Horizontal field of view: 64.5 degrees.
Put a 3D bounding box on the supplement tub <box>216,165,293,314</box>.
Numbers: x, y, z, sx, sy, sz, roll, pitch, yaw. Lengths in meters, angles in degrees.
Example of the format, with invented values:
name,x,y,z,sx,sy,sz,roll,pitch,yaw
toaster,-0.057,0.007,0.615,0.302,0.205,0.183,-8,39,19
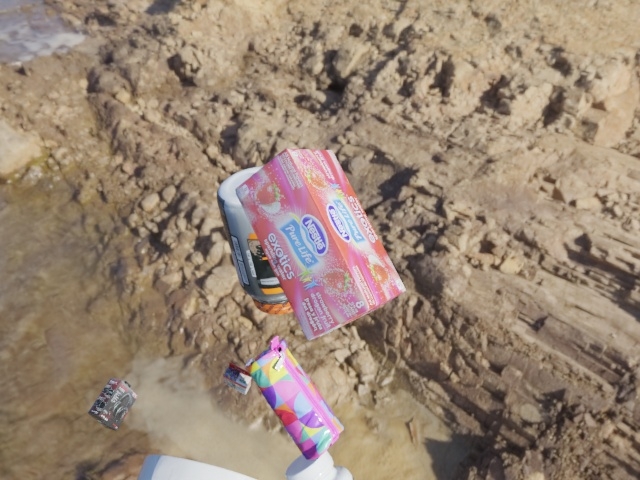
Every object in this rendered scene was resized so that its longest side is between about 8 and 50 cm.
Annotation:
name,x,y,z,sx,sy,sz,roll,pitch,yaw
supplement tub,-0.121,0.004,1.251,0.207,0.338,0.207,-7,33,4

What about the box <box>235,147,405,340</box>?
name,x,y,z,sx,sy,sz,roll,pitch,yaw
box,0.000,0.000,0.762,0.128,0.122,0.257,-13,73,-57

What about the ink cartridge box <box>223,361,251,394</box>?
name,x,y,z,sx,sy,sz,roll,pitch,yaw
ink cartridge box,-0.197,0.327,1.197,0.062,0.115,0.029,26,60,5

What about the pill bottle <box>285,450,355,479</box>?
name,x,y,z,sx,sy,sz,roll,pitch,yaw
pill bottle,0.040,0.734,1.375,0.176,0.176,0.319,-30,88,-30

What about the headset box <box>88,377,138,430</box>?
name,x,y,z,sx,sy,sz,roll,pitch,yaw
headset box,-0.394,0.310,0.972,0.032,0.062,0.083,4,47,26

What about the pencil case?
name,x,y,z,sx,sy,sz,roll,pitch,yaw
pencil case,-0.053,0.308,0.998,0.104,0.104,0.236,-33,86,-33

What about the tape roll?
name,x,y,z,sx,sy,sz,roll,pitch,yaw
tape roll,-0.317,0.690,1.418,0.391,0.392,0.072,9,56,9
